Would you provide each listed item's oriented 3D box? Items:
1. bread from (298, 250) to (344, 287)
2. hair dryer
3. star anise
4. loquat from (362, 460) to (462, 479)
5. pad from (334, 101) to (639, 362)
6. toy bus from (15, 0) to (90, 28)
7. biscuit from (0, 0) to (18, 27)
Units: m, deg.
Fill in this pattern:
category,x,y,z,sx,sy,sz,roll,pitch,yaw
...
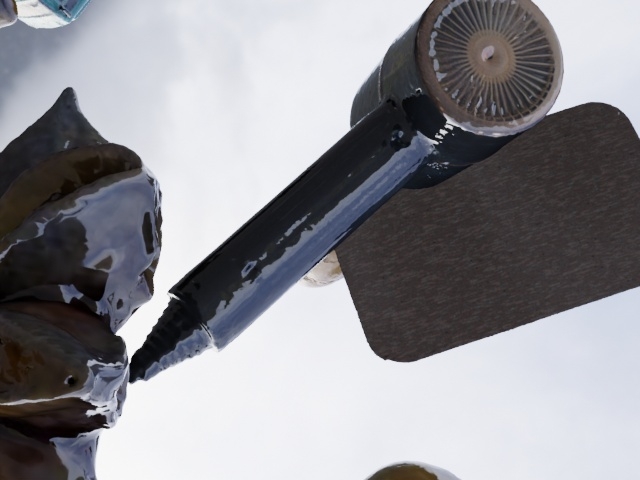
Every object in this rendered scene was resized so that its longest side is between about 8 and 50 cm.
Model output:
category,x,y,z,sx,sy,sz,roll,pitch,yaw
bread,0.000,0.000,1.531,0.189,0.114,0.077,-54,-172,48
hair dryer,-0.003,-0.024,0.828,0.352,0.107,0.189,-41,-179,-16
star anise,-0.170,0.066,0.705,0.315,0.108,0.315,-166,-90,-75
loquat,0.141,0.472,1.860,0.263,0.263,0.263,-30,-154,17
pad,0.144,-0.011,0.962,0.266,0.002,0.176,-18,-122,-3
toy bus,-0.216,-0.257,1.040,0.079,0.092,0.160,7,-123,47
biscuit,-0.330,-0.226,0.911,0.183,0.174,0.039,-9,-136,-12
